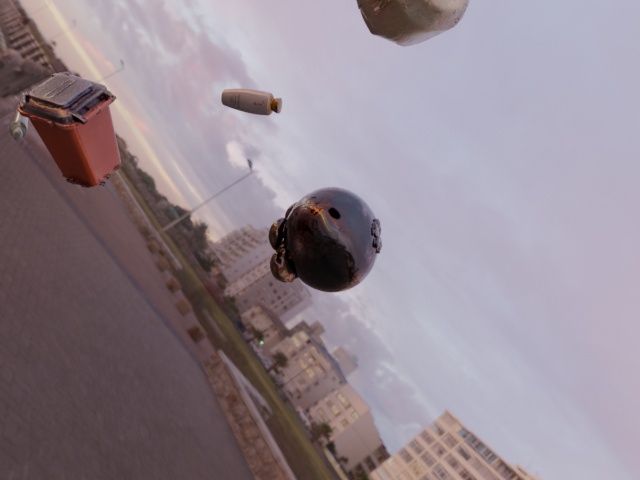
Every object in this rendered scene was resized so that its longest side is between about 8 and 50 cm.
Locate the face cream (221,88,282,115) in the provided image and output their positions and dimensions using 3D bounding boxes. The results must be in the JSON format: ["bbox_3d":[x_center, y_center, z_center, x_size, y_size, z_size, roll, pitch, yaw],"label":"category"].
[{"bbox_3d":[-0.206,-0.417,1.525,0.051,0.182,0.072,-61,161,-63],"label":"face cream"}]

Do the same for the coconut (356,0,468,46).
[{"bbox_3d":[0.179,-0.502,1.031,0.234,0.224,0.224,2,-53,54],"label":"coconut"}]

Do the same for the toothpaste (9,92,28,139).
[{"bbox_3d":[-0.755,-0.307,1.282,0.037,0.067,0.255,13,24,-32],"label":"toothpaste"}]

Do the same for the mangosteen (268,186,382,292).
[{"bbox_3d":[0.000,0.000,1.454,0.307,0.346,0.307,-5,90,-71],"label":"mangosteen"}]

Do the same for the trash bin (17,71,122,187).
[{"bbox_3d":[-0.569,-0.256,1.219,0.184,0.161,0.239,18,-40,16],"label":"trash bin"}]
